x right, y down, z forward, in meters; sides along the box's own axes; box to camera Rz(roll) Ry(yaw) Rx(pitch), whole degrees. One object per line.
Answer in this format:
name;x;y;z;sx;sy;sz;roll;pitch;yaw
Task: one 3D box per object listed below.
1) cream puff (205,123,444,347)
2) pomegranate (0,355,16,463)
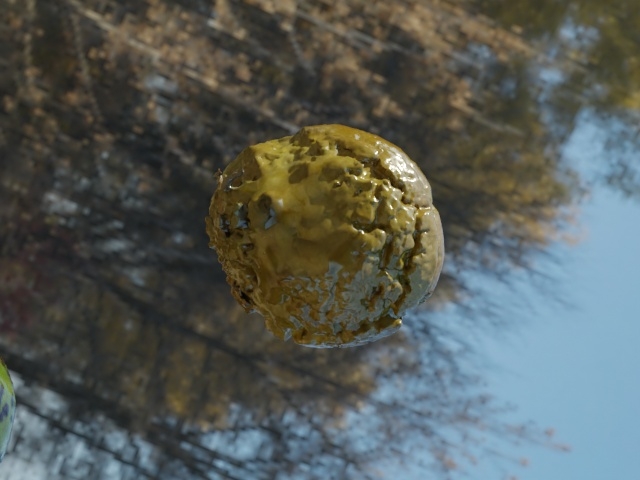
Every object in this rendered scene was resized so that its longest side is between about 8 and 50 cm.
cream puff;0.000;0.000;1.113;0.189;0.189;0.129;-60;180;31
pomegranate;-0.374;0.162;1.248;0.254;0.270;0.254;-35;138;-38
